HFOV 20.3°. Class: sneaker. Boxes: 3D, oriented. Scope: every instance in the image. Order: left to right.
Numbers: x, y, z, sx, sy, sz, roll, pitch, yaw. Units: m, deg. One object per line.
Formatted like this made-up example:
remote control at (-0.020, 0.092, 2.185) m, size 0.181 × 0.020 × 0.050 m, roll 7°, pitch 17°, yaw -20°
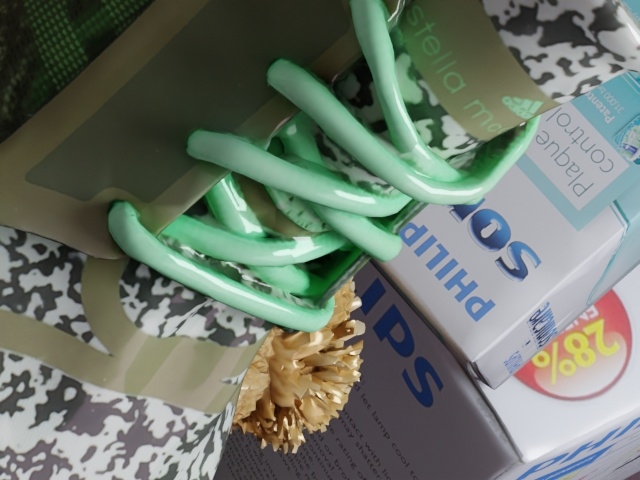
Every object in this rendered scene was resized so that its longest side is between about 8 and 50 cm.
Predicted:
sneaker at (-0.003, -0.051, 0.477) m, size 0.158 × 0.182 × 0.410 m, roll 18°, pitch 96°, yaw -44°

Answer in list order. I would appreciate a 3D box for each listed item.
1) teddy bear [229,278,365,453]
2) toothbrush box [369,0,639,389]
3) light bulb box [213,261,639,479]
teddy bear at (-0.111, 0.026, 0.594) m, size 0.338 × 0.113 × 0.245 m, roll 6°, pitch 102°, yaw -41°
toothbrush box at (0.107, -0.114, 0.764) m, size 0.295 × 0.216 × 0.126 m, roll -41°, pitch 166°, yaw 1°
light bulb box at (0.126, 0.029, 1.043) m, size 0.358 × 0.225 × 0.361 m, roll -23°, pitch 163°, yaw -27°
